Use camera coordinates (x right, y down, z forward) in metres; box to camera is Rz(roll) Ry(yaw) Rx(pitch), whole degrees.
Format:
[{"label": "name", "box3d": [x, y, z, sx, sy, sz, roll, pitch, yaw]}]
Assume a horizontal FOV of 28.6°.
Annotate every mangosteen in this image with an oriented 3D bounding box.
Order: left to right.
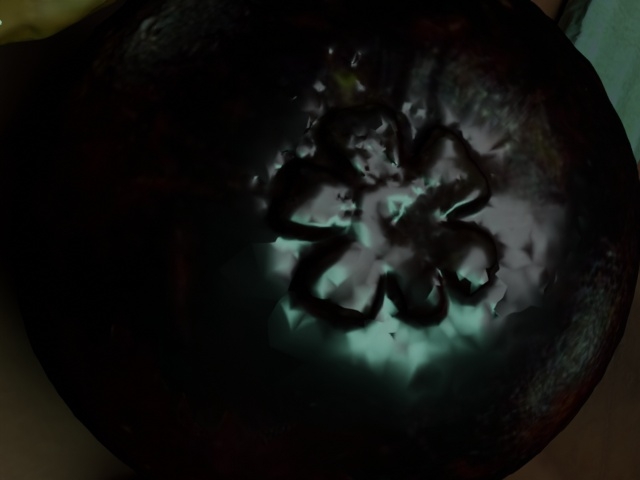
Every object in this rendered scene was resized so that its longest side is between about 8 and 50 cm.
[{"label": "mangosteen", "box3d": [0.003, -0.009, 0.620, 0.297, 0.293, 0.297, 0, 105, -1]}]

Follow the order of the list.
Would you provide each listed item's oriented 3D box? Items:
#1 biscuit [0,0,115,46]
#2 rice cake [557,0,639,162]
[{"label": "biscuit", "box3d": [-0.188, -0.141, 0.508, 0.299, 0.045, 0.154, 1, 118, -20]}, {"label": "rice cake", "box3d": [0.191, -0.089, 0.912, 0.127, 0.043, 0.237, 37, 70, -36]}]
